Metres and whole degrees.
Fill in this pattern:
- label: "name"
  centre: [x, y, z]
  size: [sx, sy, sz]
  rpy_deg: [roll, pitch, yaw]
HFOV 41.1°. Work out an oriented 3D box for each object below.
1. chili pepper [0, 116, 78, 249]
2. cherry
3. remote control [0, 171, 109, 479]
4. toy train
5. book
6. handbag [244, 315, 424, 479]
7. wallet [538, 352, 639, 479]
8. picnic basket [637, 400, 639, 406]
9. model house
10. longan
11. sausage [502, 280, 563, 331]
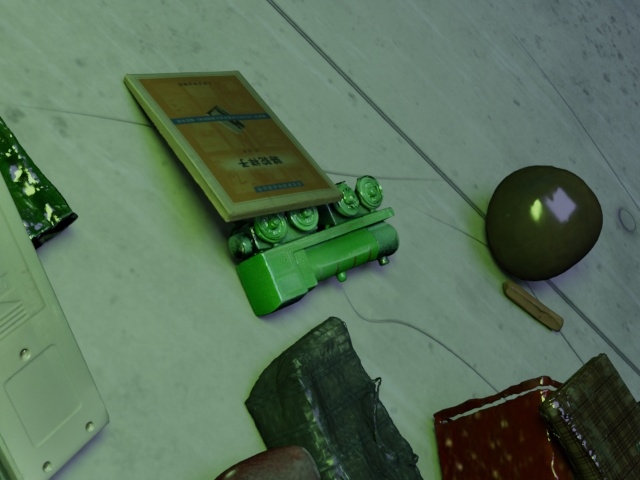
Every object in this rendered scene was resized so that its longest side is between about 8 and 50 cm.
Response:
- label: "chili pepper"
  centre: [-0.333, -0.088, 0.819]
  size: [0.227, 0.059, 0.088]
  rpy_deg: [52, 50, 0]
- label: "cherry"
  centre: [-0.074, 0.245, 0.805]
  size: [0.188, 0.115, 0.148]
  rpy_deg: [38, 77, -8]
- label: "remote control"
  centre: [-0.268, 0.071, 0.700]
  size: [0.103, 0.055, 0.277]
  rpy_deg: [-44, 128, -44]
- label: "toy train"
  centre: [0.000, 0.000, 1.030]
  size: [0.251, 0.085, 0.119]
  rpy_deg: [-19, 85, -42]
- label: "book"
  centre: [-0.101, -0.120, 0.991]
  size: [0.170, 0.018, 0.241]
  rpy_deg: [-13, 53, -42]
- label: "handbag"
  centre: [0.032, 0.220, 0.938]
  size: [0.175, 0.089, 0.270]
  rpy_deg: [-16, 77, -52]
- label: "wallet"
  centre: [0.327, 0.246, 0.912]
  size: [0.124, 0.042, 0.230]
  rpy_deg: [-29, 86, -38]
- label: "picnic basket"
  centre: [0.486, 0.354, 1.080]
  size: [0.321, 0.291, 0.254]
  rpy_deg: [44, 44, 6]
- label: "model house"
  centre: [0.248, 0.304, 0.982]
  size: [0.160, 0.196, 0.254]
  rpy_deg: [19, 57, -30]
- label: "longan"
  centre: [0.328, -0.029, 1.262]
  size: [0.189, 0.189, 0.189]
  rpy_deg: [19, 55, -31]
- label: "sausage"
  centre: [0.315, 0.096, 1.271]
  size: [0.116, 0.026, 0.026]
  rpy_deg: [35, 49, -18]
